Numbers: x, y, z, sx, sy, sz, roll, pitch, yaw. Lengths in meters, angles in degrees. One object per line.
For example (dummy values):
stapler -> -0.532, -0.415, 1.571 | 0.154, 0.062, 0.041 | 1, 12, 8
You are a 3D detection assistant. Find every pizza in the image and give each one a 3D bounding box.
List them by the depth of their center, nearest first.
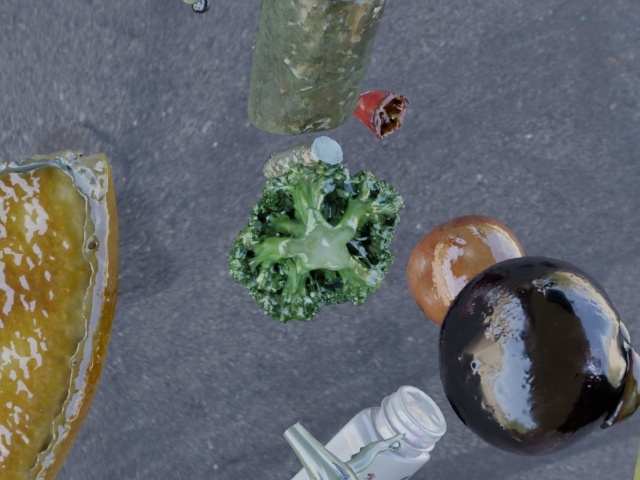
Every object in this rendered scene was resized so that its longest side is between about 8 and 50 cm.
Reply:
pizza -> -0.169, 0.044, 0.324 | 0.176, 0.036, 0.185 | 11, 91, 7

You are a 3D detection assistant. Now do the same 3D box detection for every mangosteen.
mangosteen -> 0.251, 0.128, 0.907 | 0.249, 0.211, 0.212 | 14, 81, -32

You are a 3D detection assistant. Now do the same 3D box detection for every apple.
apple -> 0.310, 0.075, 1.748 | 0.253, 0.253, 0.254 | 2, 85, -19

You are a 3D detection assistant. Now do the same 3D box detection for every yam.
yam -> -0.009, -0.273, 1.152 | 0.167, 0.304, 0.168 | 6, 50, -7
yam -> -0.040, -0.166, 1.740 | 0.078, 0.179, 0.078 | 12, 73, -42

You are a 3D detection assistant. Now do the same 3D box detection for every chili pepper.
chili pepper -> 0.094, -0.242, 1.554 | 0.065, 0.169, 0.088 | 35, 90, -25

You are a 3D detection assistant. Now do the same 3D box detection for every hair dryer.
hair dryer -> 0.036, 0.316, 1.296 | 0.167, 0.067, 0.199 | 40, 43, 4

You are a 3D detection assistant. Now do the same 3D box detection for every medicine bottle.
medicine bottle -> 0.081, 0.400, 1.489 | 0.179, 0.124, 0.324 | 20, 120, -40

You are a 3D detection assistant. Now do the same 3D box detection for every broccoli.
broccoli -> 0.000, 0.000, 1.335 | 0.294, 0.245, 0.265 | -33, 96, 9

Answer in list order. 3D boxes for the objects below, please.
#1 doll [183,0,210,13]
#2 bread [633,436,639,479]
doll -> -0.286, -0.540, 1.580 | 0.143, 0.135, 0.234 | -50, 135, 2
bread -> 0.478, 0.292, 0.742 | 0.245, 0.361, 0.233 | 35, 62, -27
